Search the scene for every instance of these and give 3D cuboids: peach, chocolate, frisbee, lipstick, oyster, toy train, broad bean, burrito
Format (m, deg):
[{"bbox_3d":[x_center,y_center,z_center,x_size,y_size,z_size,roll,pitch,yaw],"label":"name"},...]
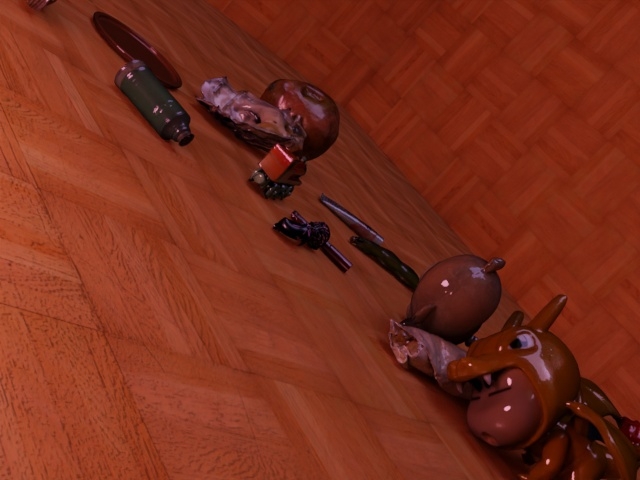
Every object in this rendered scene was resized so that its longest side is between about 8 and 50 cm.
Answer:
[{"bbox_3d":[-0.066,-0.328,2.268,0.235,0.214,0.214,41,12,-31],"label":"peach"},{"bbox_3d":[-0.035,-0.013,1.720,0.147,0.072,0.070,-4,89,-62],"label":"chocolate"},{"bbox_3d":[-0.420,-0.435,1.941,0.251,0.021,0.251,42,13,-12],"label":"frisbee"},{"bbox_3d":[0.000,0.000,1.839,0.176,0.027,0.027,45,13,6],"label":"lipstick"},{"bbox_3d":[-0.179,-0.302,2.079,0.271,0.100,0.275,49,36,5],"label":"oyster"},{"bbox_3d":[-0.082,-0.149,1.854,0.074,0.118,0.176,50,16,13],"label":"toy train"},{"bbox_3d":[0.182,0.058,2.175,0.297,0.043,0.060,37,26,-26],"label":"broad bean"},{"bbox_3d":[0.271,0.266,1.722,0.392,0.076,0.117,32,37,-40],"label":"burrito"}]

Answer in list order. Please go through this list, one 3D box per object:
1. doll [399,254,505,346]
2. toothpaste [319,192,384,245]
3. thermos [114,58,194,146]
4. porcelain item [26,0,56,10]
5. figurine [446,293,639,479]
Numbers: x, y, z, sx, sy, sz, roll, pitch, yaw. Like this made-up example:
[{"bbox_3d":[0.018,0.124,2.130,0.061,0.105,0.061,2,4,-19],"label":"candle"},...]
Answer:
[{"bbox_3d":[0.278,0.139,1.784,0.174,0.235,0.330,56,-6,18],"label":"doll"},{"bbox_3d":[0.080,-0.055,2.242,0.205,0.036,0.056,38,15,-8],"label":"toothpaste"},{"bbox_3d":[-0.311,-0.251,1.604,0.188,0.083,0.073,49,36,16],"label":"thermos"},{"bbox_3d":[-0.548,-0.490,1.646,0.084,0.054,0.213,33,16,-30],"label":"porcelain item"},{"bbox_3d":[0.451,0.333,1.642,0.387,0.268,0.401,59,26,6],"label":"figurine"}]
